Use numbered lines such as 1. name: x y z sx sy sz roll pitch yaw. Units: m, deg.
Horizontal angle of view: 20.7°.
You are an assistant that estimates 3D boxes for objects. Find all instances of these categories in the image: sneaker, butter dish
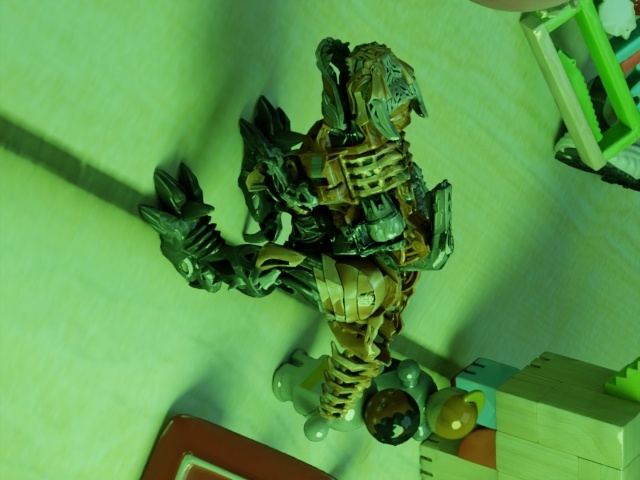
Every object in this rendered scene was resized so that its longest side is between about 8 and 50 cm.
1. sneaker: 0.351 -0.110 1.946 0.271 0.100 0.108 19 87 -61
2. butter dish: -0.073 0.239 1.436 0.118 0.160 0.160 46 65 -84

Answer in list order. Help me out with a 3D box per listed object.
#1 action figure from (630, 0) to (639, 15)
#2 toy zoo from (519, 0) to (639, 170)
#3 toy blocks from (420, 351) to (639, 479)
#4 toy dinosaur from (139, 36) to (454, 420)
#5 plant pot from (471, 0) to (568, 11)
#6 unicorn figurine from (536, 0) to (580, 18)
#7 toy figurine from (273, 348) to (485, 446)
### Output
1. action figure: 0.426 -0.287 1.924 0.280 0.139 0.092 -20 124 -50
2. toy zoo: 0.355 -0.227 1.774 0.293 0.030 0.192 -35 126 -7
3. toy blocks: 0.222 0.261 1.824 0.190 0.260 0.382 -32 127 -44
4. toy dinosaur: 0.000 0.000 1.303 0.164 0.218 0.322 -14 120 -56
5. plant pot: 0.140 -0.302 1.355 0.201 0.201 0.180 -66 153 -6
6. unicorn figurine: 0.224 -0.265 1.638 0.111 0.162 0.060 -30 145 -11
7. toy figurine: 0.042 0.206 1.574 0.213 0.148 0.210 15 95 -60
